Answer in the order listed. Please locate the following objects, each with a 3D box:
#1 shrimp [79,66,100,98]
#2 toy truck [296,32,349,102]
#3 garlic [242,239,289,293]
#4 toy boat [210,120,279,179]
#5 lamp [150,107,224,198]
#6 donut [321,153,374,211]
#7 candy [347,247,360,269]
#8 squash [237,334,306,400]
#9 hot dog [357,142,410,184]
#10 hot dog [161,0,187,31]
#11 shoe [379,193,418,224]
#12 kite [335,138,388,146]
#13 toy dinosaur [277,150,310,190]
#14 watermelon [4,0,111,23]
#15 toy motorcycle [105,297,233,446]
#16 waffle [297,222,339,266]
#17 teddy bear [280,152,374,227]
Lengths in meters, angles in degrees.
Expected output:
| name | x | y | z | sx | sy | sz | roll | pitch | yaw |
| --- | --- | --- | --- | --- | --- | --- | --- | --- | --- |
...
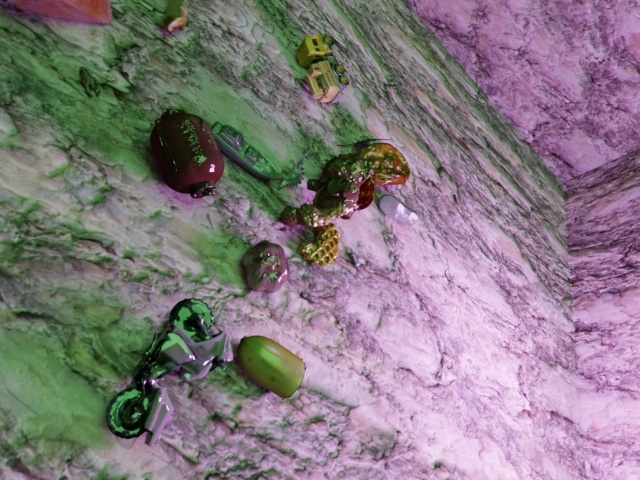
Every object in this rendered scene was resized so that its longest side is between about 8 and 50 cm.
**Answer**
| name | x | y | z | sx | sy | sz | roll | pitch | yaw |
| --- | --- | --- | --- | --- | --- | --- | --- | --- | --- |
| shrimp | -0.616 | -0.422 | 1.143 | 0.038 | 0.029 | 0.093 | -13 | 83 | -52 |
| toy truck | -0.004 | -0.695 | 1.732 | 0.157 | 0.124 | 0.272 | -17 | 84 | -33 |
| garlic | -0.153 | 0.074 | 1.233 | 0.147 | 0.102 | 0.159 | 32 | 52 | -26 |
| toy boat | -0.234 | -0.278 | 1.351 | 0.260 | 0.085 | 0.078 | 37 | 49 | -21 |
| lamp | -0.363 | -0.233 | 1.157 | 0.180 | 0.180 | 0.258 | -15 | 78 | -43 |
| donut | 0.098 | -0.211 | 1.595 | 0.235 | 0.089 | 0.235 | 17 | 60 | -33 |
| candy | 0.120 | 0.067 | 1.525 | 0.030 | 0.020 | 0.083 | -20 | 85 | -44 |
| squash | -0.137 | 0.316 | 1.118 | 0.186 | 0.123 | 0.123 | 42 | 48 | -17 |
| hot dog | 0.258 | -0.306 | 1.758 | 0.272 | 0.122 | 0.196 | -4 | 65 | -43 |
| hot dog | -0.469 | -0.728 | 1.390 | 0.061 | 0.078 | 0.169 | 65 | 26 | -58 |
| shoe | 0.318 | -0.132 | 1.769 | 0.195 | 0.079 | 0.078 | 28 | 18 | -18 |
| kite | 0.173 | -0.403 | 1.746 | 0.245 | 0.141 | 0.015 | -20 | 110 | -36 |
| toy dinosaur | -0.088 | -0.239 | 1.485 | 0.082 | 0.039 | 0.209 | 43 | 58 | -20 |
| watermelon | -0.673 | -0.717 | 1.092 | 0.292 | 0.250 | 0.283 | 9 | 69 | -34 |
| toy motorcycle | -0.316 | 0.298 | 0.961 | 0.188 | 0.143 | 0.327 | 39 | 56 | -19 |
| waffle | 0.002 | -0.001 | 1.438 | 0.149 | 0.051 | 0.194 | 30 | 53 | -28 |
| teddy bear | 0.025 | -0.166 | 1.371 | 0.296 | 0.246 | 0.223 | -10 | 100 | -31 |
